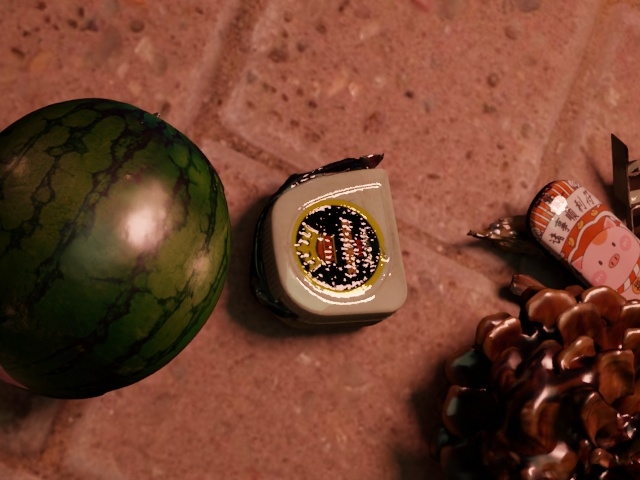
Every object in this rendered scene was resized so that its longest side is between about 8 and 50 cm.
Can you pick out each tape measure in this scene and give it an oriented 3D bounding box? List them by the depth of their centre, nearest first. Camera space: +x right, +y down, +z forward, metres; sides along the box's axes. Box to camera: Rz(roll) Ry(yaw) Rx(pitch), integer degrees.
[{"bbox_3d":[0.000,0.000,1.661,0.207,0.115,0.235,-3,72,-19],"label":"tape measure"}]

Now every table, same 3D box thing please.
[{"bbox_3d":[0.513,-0.087,1.842,0.146,0.062,0.175,-14,119,-7],"label":"table"}]

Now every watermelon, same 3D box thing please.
[{"bbox_3d":[-0.269,0.006,1.449,0.363,0.363,0.363,3,79,-17],"label":"watermelon"}]

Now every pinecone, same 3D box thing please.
[{"bbox_3d":[0.360,0.258,1.610,0.398,0.398,0.397,3,79,-17],"label":"pinecone"}]

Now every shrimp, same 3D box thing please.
[{"bbox_3d":[0.320,0.034,1.785,0.254,0.059,0.145,-4,91,-23],"label":"shrimp"}]

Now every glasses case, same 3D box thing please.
[{"bbox_3d":[0.395,0.022,1.749,0.267,0.067,0.103,40,76,-21],"label":"glasses case"}]
